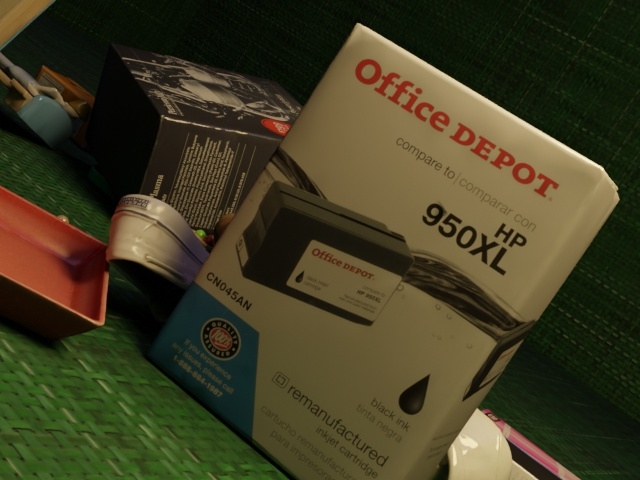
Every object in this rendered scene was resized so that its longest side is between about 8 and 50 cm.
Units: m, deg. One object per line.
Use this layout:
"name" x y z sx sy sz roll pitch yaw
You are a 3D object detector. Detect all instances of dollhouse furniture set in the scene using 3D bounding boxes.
"dollhouse furniture set" -0.477 -0.340 1.517 0.286 0.198 0.303 44 -8 18

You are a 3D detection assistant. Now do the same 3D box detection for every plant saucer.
"plant saucer" -0.326 -0.004 0.921 0.258 0.048 0.259 31 8 -17

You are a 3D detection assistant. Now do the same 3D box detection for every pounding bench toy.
"pounding bench toy" -0.176 0.015 1.360 0.052 0.065 0.083 25 10 -45

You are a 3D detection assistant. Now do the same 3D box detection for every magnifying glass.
"magnifying glass" -0.301 -0.064 1.513 0.092 0.026 0.231 28 10 -37

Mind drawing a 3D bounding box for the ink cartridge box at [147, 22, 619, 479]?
"ink cartridge box" 0.062 0.032 0.963 0.285 0.395 0.166 35 7 20

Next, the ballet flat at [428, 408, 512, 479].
"ballet flat" 0.050 0.168 1.152 0.400 0.139 0.139 39 9 33

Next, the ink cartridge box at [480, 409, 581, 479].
"ink cartridge box" 0.330 0.361 1.278 0.371 0.069 0.176 38 9 22

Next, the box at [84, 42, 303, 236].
"box" -0.173 -0.150 1.538 0.312 0.179 0.343 7 24 -29

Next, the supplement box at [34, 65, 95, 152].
"supplement box" -0.455 -0.240 1.809 0.233 0.080 0.078 40 10 37

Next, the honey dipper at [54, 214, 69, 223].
"honey dipper" -0.352 -0.040 1.127 0.030 0.030 0.161 37 6 30

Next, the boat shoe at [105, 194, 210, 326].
"boat shoe" -0.152 0.057 1.081 0.096 0.088 0.267 4 -31 23

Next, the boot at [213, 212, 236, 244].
"boot" 0.000 0.000 1.348 0.305 0.112 0.115 3 24 -23
